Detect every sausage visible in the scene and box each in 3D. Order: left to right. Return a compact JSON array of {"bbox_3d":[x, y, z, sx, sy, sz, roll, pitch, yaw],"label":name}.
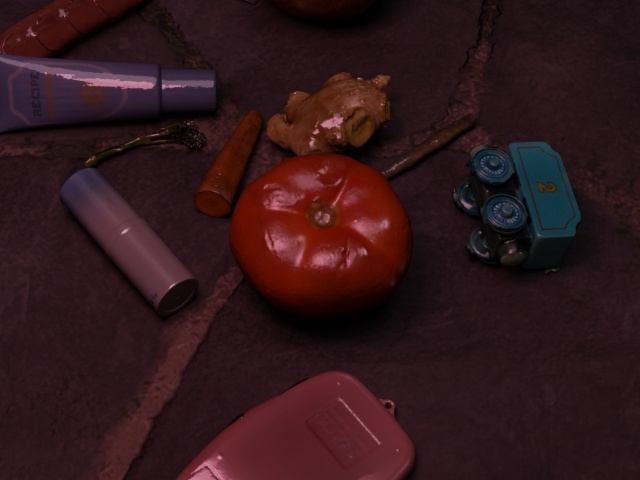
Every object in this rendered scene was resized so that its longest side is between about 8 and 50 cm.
[{"bbox_3d":[-0.451,-0.342,1.904,0.433,0.088,0.088,-38,65,-25],"label":"sausage"}]

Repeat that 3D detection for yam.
[{"bbox_3d":[0.158,-0.137,1.824,0.234,0.029,0.027,-33,22,-21],"label":"yam"}]

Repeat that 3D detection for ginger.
[{"bbox_3d":[0.030,-0.197,1.814,0.216,0.102,0.157,-35,37,-17],"label":"ginger"}]

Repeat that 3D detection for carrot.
[{"bbox_3d":[-0.132,-0.131,1.794,0.061,0.061,0.209,16,53,8],"label":"carrot"}]

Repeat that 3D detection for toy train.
[{"bbox_3d":[0.297,-0.053,1.722,0.163,0.112,0.203,-3,58,-11],"label":"toy train"}]

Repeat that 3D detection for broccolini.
[{"bbox_3d":[-0.277,-0.149,1.815,0.194,0.054,0.052,-18,28,-6],"label":"broccolini"}]

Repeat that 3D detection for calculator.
[{"bbox_3d":[-0.029,0.298,1.512,0.330,0.048,0.220,-32,62,-24],"label":"calculator"}]

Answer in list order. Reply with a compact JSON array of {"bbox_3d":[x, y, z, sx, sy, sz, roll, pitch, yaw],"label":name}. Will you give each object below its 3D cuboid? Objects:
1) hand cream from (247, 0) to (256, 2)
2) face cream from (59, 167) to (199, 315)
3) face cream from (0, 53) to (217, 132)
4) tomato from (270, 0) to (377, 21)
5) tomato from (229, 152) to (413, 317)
[{"bbox_3d":[-0.109,-0.509,2.055,0.067,0.043,0.209,20,63,6],"label":"hand cream"},{"bbox_3d":[-0.281,-0.001,1.682,0.077,0.077,0.250,-35,66,-23],"label":"face cream"},{"bbox_3d":[-0.357,-0.235,1.826,0.385,0.135,0.086,-2,18,-6],"label":"face cream"},{"bbox_3d":[0.000,-0.490,1.938,0.270,0.222,0.270,12,56,-19],"label":"tomato"},{"bbox_3d":[0.002,0.003,1.630,0.260,0.180,0.259,0,59,0],"label":"tomato"}]
